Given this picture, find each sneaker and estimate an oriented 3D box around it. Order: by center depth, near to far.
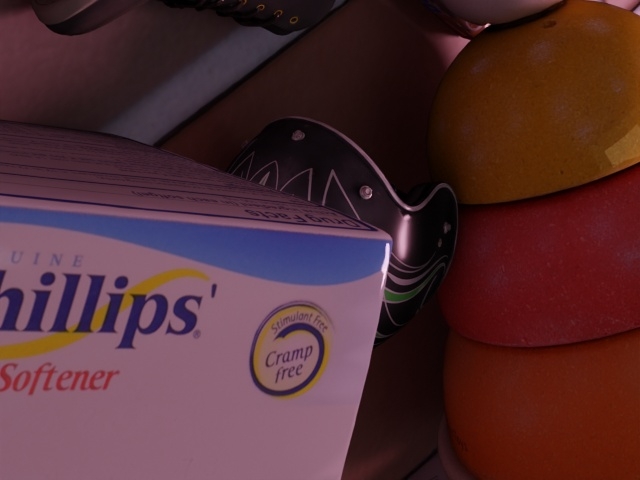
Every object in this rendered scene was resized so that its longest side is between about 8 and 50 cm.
[{"bbox_3d":[-0.070,-0.161,0.767,0.222,0.083,0.118,-39,126,-25],"label":"sneaker"}]

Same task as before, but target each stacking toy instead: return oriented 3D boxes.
[{"bbox_3d":[0.193,-0.053,0.897,0.351,0.351,0.479,-32,111,-28],"label":"stacking toy"}]

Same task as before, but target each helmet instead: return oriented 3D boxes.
[{"bbox_3d":[0.000,0.000,0.829,0.162,0.169,0.169,-5,108,-52],"label":"helmet"}]

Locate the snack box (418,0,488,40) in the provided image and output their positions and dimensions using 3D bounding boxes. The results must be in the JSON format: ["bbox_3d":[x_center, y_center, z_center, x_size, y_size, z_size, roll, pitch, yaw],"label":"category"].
[{"bbox_3d":[0.078,-0.220,0.910,0.178,0.022,0.064,29,86,-42],"label":"snack box"}]

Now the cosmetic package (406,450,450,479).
[{"bbox_3d":[0.183,0.298,1.080,0.453,0.161,0.230,-38,125,-25],"label":"cosmetic package"}]

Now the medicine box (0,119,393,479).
[{"bbox_3d":[-0.161,0.024,0.613,0.264,0.289,0.149,5,101,-40],"label":"medicine box"}]
